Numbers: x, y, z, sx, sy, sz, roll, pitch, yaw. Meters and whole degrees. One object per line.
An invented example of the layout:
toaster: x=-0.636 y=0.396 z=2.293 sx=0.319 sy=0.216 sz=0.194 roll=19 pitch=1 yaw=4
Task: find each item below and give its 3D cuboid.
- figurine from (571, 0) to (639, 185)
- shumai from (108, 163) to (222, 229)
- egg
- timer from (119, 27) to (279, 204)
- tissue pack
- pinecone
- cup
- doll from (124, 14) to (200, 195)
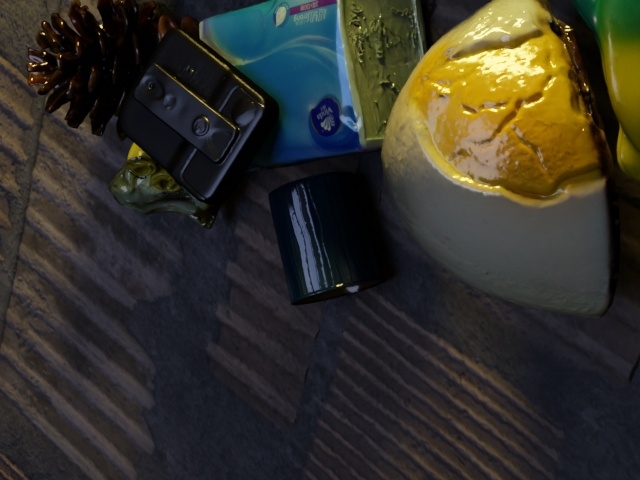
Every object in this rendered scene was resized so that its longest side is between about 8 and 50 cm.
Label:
figurine: x=0.361 y=-0.209 z=1.534 sx=0.324 sy=0.231 sz=0.340 roll=1 pitch=95 yaw=27
shumai: x=-0.173 y=-0.087 z=2.265 sx=0.142 sy=0.184 sz=0.184 roll=41 pitch=132 yaw=-2
egg: x=0.162 y=-0.074 z=1.720 sx=0.337 sy=0.201 sz=0.337 roll=171 pitch=90 yaw=-87
timer: x=-0.147 y=-0.144 z=1.995 sx=0.187 sy=0.055 sz=0.144 roll=40 pitch=105 yaw=31
tissue pack: x=-0.006 y=-0.190 z=2.013 sx=0.263 sy=0.146 sz=0.198 roll=-6 pitch=94 yaw=49
pinecone: x=-0.292 y=-0.234 z=2.298 sx=0.208 sy=0.208 sz=0.207 roll=12 pitch=106 yaw=47
cup: x=-0.007 y=0.001 z=2.077 sx=0.150 sy=0.113 sz=0.138 roll=-21 pitch=80 yaw=46
doll: x=-0.159 y=-0.175 z=2.146 sx=0.135 sy=0.143 sz=0.220 roll=-21 pitch=50 yaw=41
